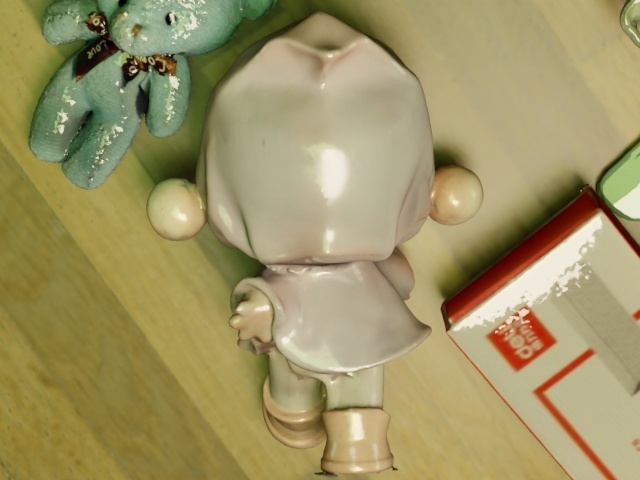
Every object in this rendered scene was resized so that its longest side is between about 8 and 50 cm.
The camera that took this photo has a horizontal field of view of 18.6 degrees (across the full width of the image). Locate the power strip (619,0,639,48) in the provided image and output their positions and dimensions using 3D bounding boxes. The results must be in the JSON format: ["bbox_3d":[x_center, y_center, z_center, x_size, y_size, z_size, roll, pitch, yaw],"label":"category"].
[{"bbox_3d":[0.279,-0.212,1.129,0.272,0.052,0.078,-43,101,10],"label":"power strip"}]

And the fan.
[{"bbox_3d":[0.236,-0.093,1.175,0.038,0.016,0.193,35,101,-7],"label":"fan"}]

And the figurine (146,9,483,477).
[{"bbox_3d":[0.000,-0.001,1.134,0.200,0.133,0.276,-4,105,-4],"label":"figurine"}]

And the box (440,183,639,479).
[{"bbox_3d":[0.188,0.091,1.195,0.123,0.050,0.229,-38,106,9],"label":"box"}]

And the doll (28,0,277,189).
[{"bbox_3d":[-0.113,-0.112,1.132,0.120,0.075,0.180,34,100,-3],"label":"doll"}]
